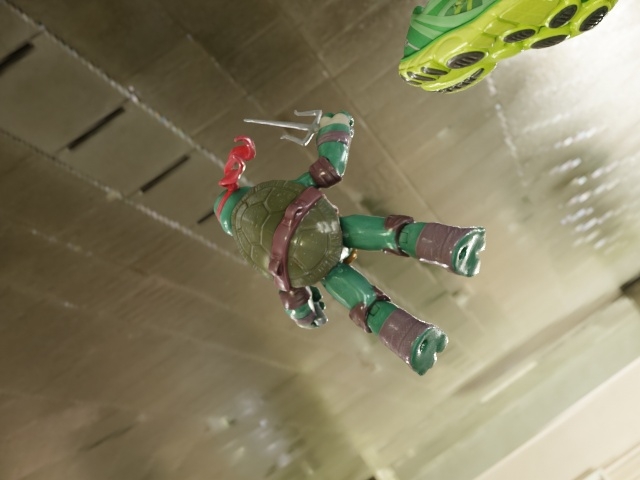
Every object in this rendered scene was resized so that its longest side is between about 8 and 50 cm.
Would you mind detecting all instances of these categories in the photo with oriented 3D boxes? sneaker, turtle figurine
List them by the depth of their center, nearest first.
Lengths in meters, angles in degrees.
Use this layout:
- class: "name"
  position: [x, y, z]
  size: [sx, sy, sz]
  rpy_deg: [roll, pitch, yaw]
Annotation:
- class: "turtle figurine"
  position: [0.000, 0.000, 0.861]
  size: [0.118, 0.234, 0.175]
  rpy_deg: [-18, 128, -51]
- class: "sneaker"
  position: [0.178, -0.245, 1.136]
  size: [0.110, 0.123, 0.296]
  rpy_deg: [9, 163, -36]
